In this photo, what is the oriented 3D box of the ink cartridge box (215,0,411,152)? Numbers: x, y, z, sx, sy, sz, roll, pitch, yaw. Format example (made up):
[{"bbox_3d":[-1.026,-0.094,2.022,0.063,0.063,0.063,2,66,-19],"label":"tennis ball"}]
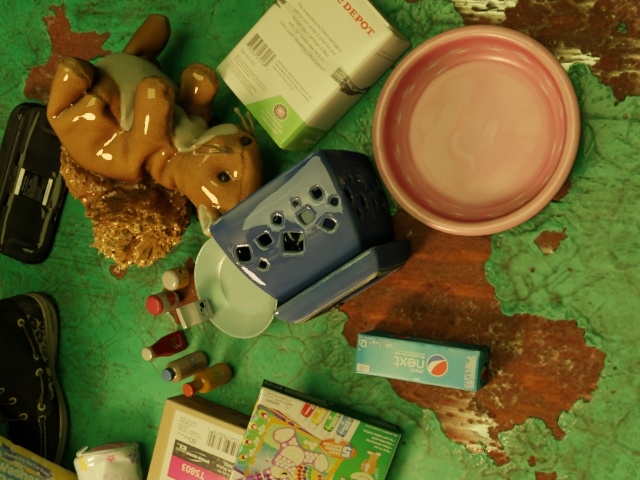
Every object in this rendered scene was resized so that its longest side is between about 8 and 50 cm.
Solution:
[{"bbox_3d":[-0.012,-0.315,1.538,0.273,0.115,0.198,-44,74,17],"label":"ink cartridge box"}]

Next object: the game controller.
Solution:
[{"bbox_3d":[-0.590,-0.115,1.826,0.166,0.067,0.319,19,98,8],"label":"game controller"}]

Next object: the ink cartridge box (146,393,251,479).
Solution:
[{"bbox_3d":[-0.185,0.404,1.619,0.234,0.088,0.193,15,94,22],"label":"ink cartridge box"}]

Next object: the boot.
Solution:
[{"bbox_3d":[-0.620,0.288,1.702,0.138,0.284,0.377,-2,88,24],"label":"boot"}]

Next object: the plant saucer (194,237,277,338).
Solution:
[{"bbox_3d":[-0.144,0.078,1.617,0.195,0.037,0.195,9,106,35],"label":"plant saucer"}]

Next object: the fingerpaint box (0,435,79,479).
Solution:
[{"bbox_3d":[-0.721,0.475,1.640,0.371,0.445,0.163,-26,41,26],"label":"fingerpaint box"}]

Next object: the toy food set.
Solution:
[{"bbox_3d":[-0.263,0.171,1.632,0.111,0.104,0.232,-22,88,35],"label":"toy food set"}]

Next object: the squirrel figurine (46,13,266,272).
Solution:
[{"bbox_3d":[-0.278,-0.135,1.605,0.370,0.281,0.397,35,124,6],"label":"squirrel figurine"}]

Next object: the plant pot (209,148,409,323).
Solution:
[{"bbox_3d":[0.000,0.000,1.472,0.236,0.236,0.212,-33,83,19],"label":"plant pot"}]

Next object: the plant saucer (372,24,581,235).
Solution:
[{"bbox_3d":[0.250,-0.173,1.440,0.332,0.084,0.332,0,90,23],"label":"plant saucer"}]

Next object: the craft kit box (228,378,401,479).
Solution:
[{"bbox_3d":[-0.022,0.391,1.510,0.249,0.061,0.247,19,97,-2],"label":"craft kit box"}]

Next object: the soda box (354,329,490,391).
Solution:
[{"bbox_3d":[0.167,0.196,1.477,0.210,0.071,0.067,6,93,23],"label":"soda box"}]

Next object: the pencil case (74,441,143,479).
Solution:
[{"bbox_3d":[-0.386,0.516,1.688,0.124,0.113,0.273,-7,85,-13],"label":"pencil case"}]
